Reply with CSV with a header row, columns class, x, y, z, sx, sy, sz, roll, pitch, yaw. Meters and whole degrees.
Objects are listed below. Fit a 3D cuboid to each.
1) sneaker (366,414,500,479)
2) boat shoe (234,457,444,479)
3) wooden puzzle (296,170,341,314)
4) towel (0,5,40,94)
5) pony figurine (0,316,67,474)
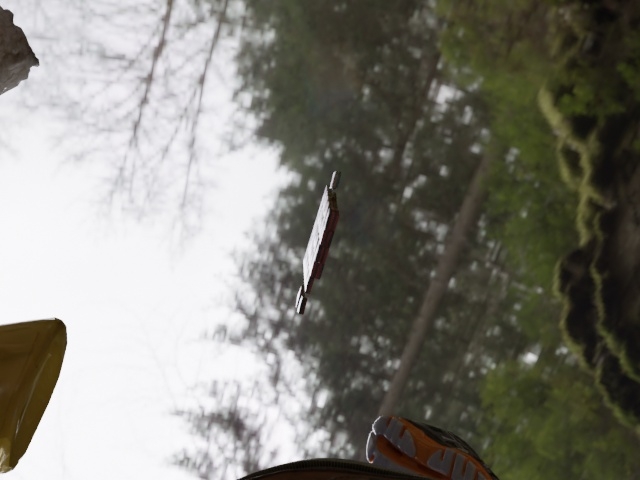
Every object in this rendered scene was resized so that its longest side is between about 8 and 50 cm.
class,x,y,z,sx,sy,sz,roll,pitch,yaw
sneaker,0.134,0.233,1.251,0.083,0.084,0.215,13,-164,-36
boat shoe,0.034,0.193,0.802,0.307,0.104,0.110,-6,-96,15
wooden puzzle,0.000,0.000,0.730,0.006,0.083,0.049,15,-160,-7
towel,-0.268,-0.106,0.538,0.187,0.049,0.282,-33,-127,-28
pony figurine,-0.293,0.083,0.314,0.364,0.302,0.350,18,-119,2
